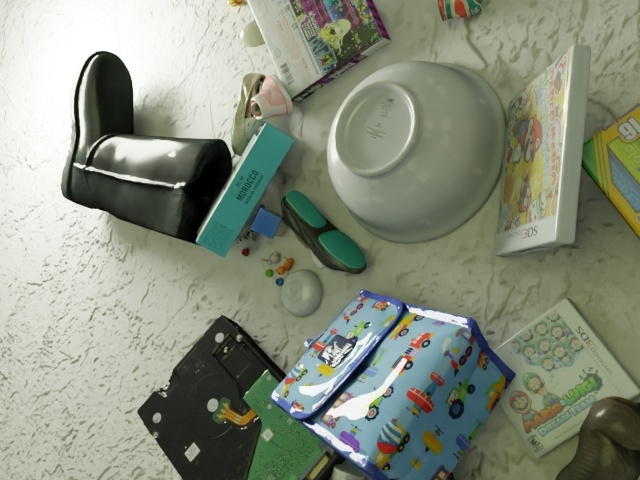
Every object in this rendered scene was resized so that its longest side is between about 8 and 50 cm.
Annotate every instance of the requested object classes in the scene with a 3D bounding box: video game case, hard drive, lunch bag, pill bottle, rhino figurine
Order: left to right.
[{"bbox_3d":[-0.136,0.314,1.042,0.237,0.064,0.339,-50,53,-3],"label":"hard drive"},{"bbox_3d":[-0.012,-0.400,1.113,0.210,0.042,0.232,-28,81,30],"label":"video game case"},{"bbox_3d":[0.031,0.400,0.931,0.067,0.067,0.120,12,87,38],"label":"pill bottle"},{"bbox_3d":[0.074,0.191,0.870,0.221,0.138,0.293,-50,33,-15],"label":"lunch bag"},{"bbox_3d":[0.272,-0.098,0.788,0.026,0.206,0.226,8,84,-3],"label":"video game case"},{"bbox_3d":[0.299,0.177,0.806,0.157,0.019,0.143,-44,58,22],"label":"video game case"},{"bbox_3d":[0.329,0.293,0.725,0.106,0.073,0.243,27,104,33],"label":"rhino figurine"}]

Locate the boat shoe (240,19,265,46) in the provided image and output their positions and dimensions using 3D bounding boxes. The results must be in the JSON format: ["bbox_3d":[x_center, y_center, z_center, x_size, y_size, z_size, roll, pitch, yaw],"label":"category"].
[{"bbox_3d":[-0.097,-0.420,1.220,0.137,0.043,0.049,-21,109,34],"label":"boat shoe"}]

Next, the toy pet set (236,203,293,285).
[{"bbox_3d":[-0.104,0.002,1.117,0.122,0.065,0.114,35,104,36],"label":"toy pet set"}]

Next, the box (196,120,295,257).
[{"bbox_3d":[-0.138,-0.095,1.128,0.244,0.060,0.100,-58,14,7],"label":"box"}]

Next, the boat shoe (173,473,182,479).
[{"bbox_3d":[-0.227,0.466,1.105,0.081,0.079,0.227,31,96,42],"label":"boat shoe"}]

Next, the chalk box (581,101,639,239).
[{"bbox_3d":[0.412,-0.046,0.697,0.132,0.132,0.213,-40,60,24],"label":"chalk box"}]

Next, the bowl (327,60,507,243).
[{"bbox_3d":[0.115,-0.149,0.943,0.298,0.134,0.297,-8,76,36],"label":"bowl"}]

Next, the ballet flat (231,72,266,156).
[{"bbox_3d":[-0.135,-0.245,1.204,0.052,0.057,0.168,2,82,28],"label":"ballet flat"}]

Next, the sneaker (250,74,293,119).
[{"bbox_3d":[-0.101,-0.262,1.149,0.070,0.051,0.134,-19,37,-8],"label":"sneaker"}]

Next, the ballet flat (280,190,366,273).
[{"bbox_3d":[0.000,0.000,1.047,0.203,0.074,0.074,47,109,28],"label":"ballet flat"}]

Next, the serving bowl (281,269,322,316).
[{"bbox_3d":[-0.038,0.089,1.074,0.083,0.027,0.083,-10,74,36],"label":"serving bowl"}]

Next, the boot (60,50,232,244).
[{"bbox_3d":[-0.364,-0.208,1.305,0.445,0.146,0.366,16,100,42],"label":"boot"}]

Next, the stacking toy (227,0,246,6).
[{"bbox_3d":[-0.112,-0.595,1.262,0.167,0.052,0.221,-5,76,36],"label":"stacking toy"}]

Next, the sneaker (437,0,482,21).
[{"bbox_3d":[0.226,-0.421,0.975,0.075,0.057,0.161,2,80,21],"label":"sneaker"}]

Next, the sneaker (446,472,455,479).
[{"bbox_3d":[0.166,0.372,0.816,0.135,0.097,0.276,-1,52,0],"label":"sneaker"}]
